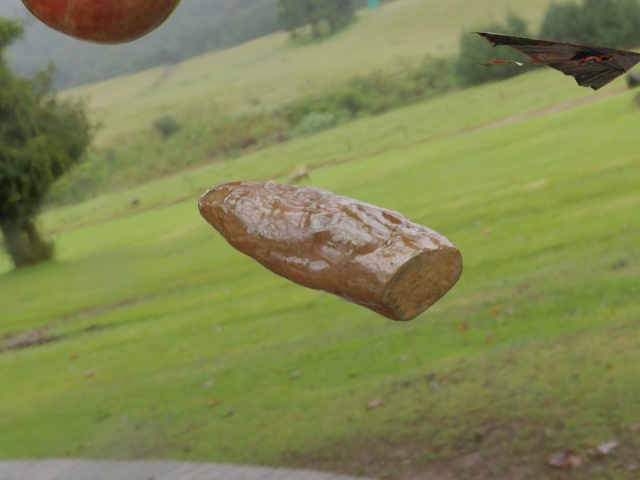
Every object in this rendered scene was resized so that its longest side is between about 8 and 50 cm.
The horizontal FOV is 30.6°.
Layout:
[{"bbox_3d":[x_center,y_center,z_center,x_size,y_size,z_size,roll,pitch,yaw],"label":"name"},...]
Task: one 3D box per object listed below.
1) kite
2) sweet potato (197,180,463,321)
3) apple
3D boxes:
[{"bbox_3d":[0.197,-0.147,0.965,0.190,0.010,0.159,13,-5,-44],"label":"kite"},{"bbox_3d":[0.000,0.000,1.032,0.251,0.097,0.097,19,23,17],"label":"sweet potato"},{"bbox_3d":[-0.229,-0.310,1.222,0.164,0.209,0.209,-53,-11,33],"label":"apple"}]
